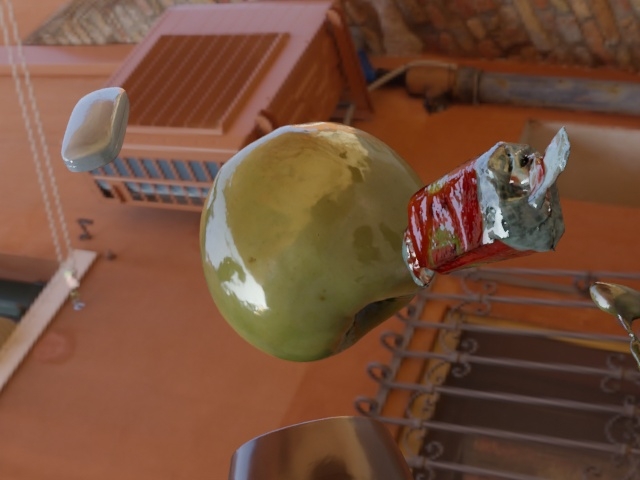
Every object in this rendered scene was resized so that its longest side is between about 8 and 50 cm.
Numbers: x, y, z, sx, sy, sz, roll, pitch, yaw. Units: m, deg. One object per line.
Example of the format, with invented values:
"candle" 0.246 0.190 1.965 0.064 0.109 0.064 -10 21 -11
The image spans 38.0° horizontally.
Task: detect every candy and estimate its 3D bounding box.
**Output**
"candy" 0.123 -0.019 0.729 0.292 0.059 0.086 149 115 -69

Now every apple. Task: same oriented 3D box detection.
"apple" 0.000 0.000 1.025 0.262 0.263 0.262 -24 -63 -61

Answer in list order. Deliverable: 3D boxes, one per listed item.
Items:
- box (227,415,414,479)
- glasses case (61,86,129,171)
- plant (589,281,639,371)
"box" 0.009 0.388 1.299 0.301 0.301 0.216 54 -159 -55
"glasses case" -0.281 -0.142 1.171 0.178 0.067 0.045 -96 -9 -54
"plant" 0.283 0.197 0.549 0.251 0.180 0.333 23 -120 -35
